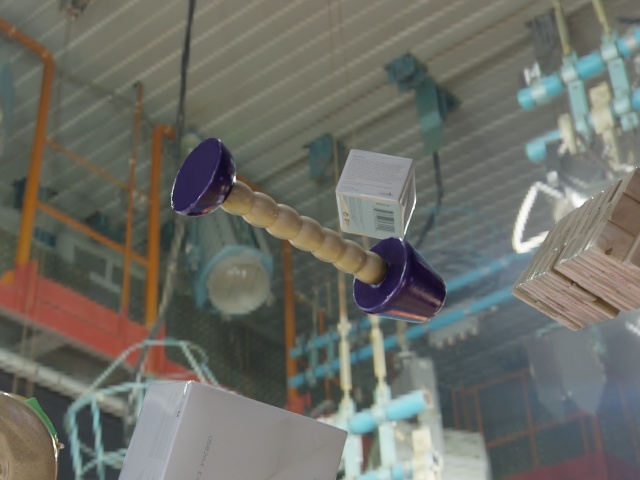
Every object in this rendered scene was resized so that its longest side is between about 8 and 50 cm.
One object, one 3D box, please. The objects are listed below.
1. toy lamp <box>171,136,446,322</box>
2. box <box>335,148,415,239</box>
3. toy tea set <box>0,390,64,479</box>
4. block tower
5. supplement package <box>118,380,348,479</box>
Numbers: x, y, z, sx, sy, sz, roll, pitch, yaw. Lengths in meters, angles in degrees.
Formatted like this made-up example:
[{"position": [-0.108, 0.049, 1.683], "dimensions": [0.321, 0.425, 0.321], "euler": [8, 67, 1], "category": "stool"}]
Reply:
[{"position": [0.000, 0.000, 1.021], "dimensions": [0.274, 0.080, 0.080], "euler": [30, -46, -30], "category": "toy lamp"}, {"position": [0.084, -0.067, 1.723], "dimensions": [0.102, 0.087, 0.101], "euler": [12, -34, 15], "category": "box"}, {"position": [-0.209, 0.190, 0.689], "dimensions": [0.200, 0.336, 0.124], "euler": [-20, -1, 4], "category": "toy tea set"}, {"position": [0.289, 0.017, 1.172], "dimensions": [0.091, 0.097, 0.335], "euler": [32, -12, 2], "category": "block tower"}, {"position": [-0.122, 0.292, 1.389], "dimensions": [0.198, 0.199, 0.262], "euler": [20, -14, -16], "category": "supplement package"}]
